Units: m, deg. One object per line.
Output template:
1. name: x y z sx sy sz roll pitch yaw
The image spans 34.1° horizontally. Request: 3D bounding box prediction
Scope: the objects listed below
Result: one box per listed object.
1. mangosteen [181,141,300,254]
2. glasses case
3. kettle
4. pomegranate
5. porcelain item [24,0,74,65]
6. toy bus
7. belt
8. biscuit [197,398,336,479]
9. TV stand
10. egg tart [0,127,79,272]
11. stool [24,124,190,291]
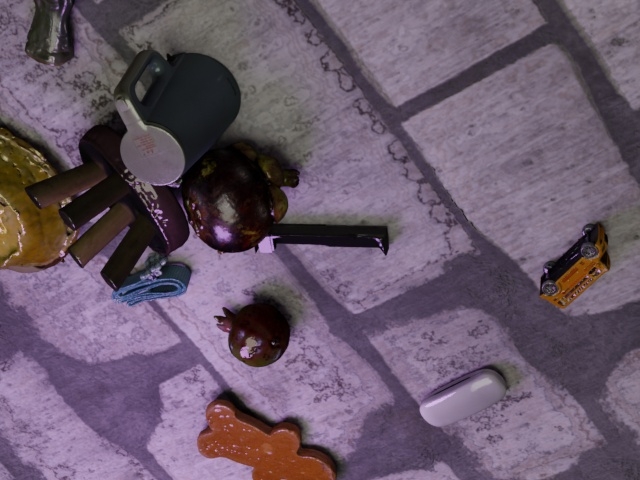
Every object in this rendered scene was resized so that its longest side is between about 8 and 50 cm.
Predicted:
1. mangosteen: -0.140 -0.083 1.888 0.217 0.192 0.192 -24 123 -20
2. glasses case: 0.286 0.318 2.104 0.193 0.049 0.074 -33 109 29
3. kettle: -0.255 -0.224 1.774 0.159 0.243 0.211 -11 118 21
4. pomegranate: -0.133 0.176 2.093 0.159 0.129 0.129 50 135 34
5. porcelain item: -0.464 -0.415 1.808 0.081 0.069 0.216 26 127 12
6. toy bus: 0.462 0.047 1.866 0.074 0.070 0.162 33 126 -9
7. belt: -0.353 0.080 2.111 0.179 0.065 0.100 -17 127 24
8. biscuit: -0.114 0.464 2.308 0.323 0.049 0.205 22 127 0
9. TV stand: 0.000 0.000 1.975 0.256 0.040 0.049 2 123 14
10. egg tart: -0.647 -0.058 2.058 0.345 0.132 0.345 6 122 9
11. stool: -0.383 -0.056 1.886 0.272 0.178 0.272 42 160 19
